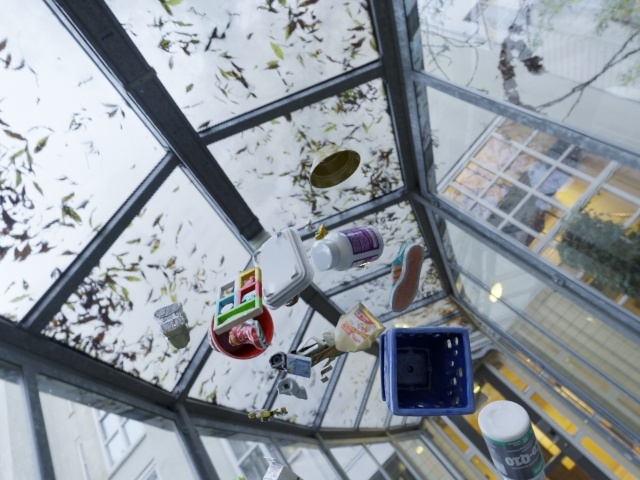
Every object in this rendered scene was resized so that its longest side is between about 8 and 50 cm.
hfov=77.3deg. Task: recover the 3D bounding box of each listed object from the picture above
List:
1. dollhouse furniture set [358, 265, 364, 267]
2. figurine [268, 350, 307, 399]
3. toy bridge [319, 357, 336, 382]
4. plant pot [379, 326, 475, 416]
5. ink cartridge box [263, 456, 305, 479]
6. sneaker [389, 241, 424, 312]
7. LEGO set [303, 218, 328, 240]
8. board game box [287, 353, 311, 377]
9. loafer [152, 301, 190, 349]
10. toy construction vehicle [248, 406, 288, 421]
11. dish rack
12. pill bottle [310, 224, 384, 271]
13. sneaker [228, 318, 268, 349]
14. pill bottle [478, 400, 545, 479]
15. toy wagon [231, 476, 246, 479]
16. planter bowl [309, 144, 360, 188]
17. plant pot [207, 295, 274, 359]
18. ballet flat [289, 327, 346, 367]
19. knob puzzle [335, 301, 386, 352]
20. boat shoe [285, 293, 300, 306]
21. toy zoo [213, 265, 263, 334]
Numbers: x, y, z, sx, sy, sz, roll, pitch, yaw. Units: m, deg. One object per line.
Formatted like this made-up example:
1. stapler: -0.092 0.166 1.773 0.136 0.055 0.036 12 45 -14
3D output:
1. dollhouse furniture set: 0.172 0.114 2.036 0.144 0.123 0.151 5 -46 -6
2. figurine: -0.139 0.656 1.911 0.092 0.214 0.209 -31 -36 6
3. toy bridge: 0.029 0.619 1.923 0.063 0.026 0.188 -38 6 22
4. plant pot: 0.292 0.378 1.182 0.236 0.235 0.212 2 -15 -7
5. ink cartridge box: -0.120 0.809 1.348 0.104 0.181 0.061 -36 16 52
6. sneaker: 0.352 0.152 1.700 0.108 0.121 0.301 15 -84 -17
7. LEGO set: 0.000 0.000 1.956 0.087 0.227 0.093 -25 10 39
8. board game box: -0.080 0.468 1.493 0.020 0.090 0.089 -63 -22 -60
9. loafer: -0.484 0.279 1.310 0.102 0.268 0.091 -19 -73 -17
10. toy construction vehicle: -0.164 0.540 1.257 0.098 0.035 0.086 -12 -13 19
11. dish rack: -0.190 0.113 1.803 0.286 0.332 0.072 -39 -39 21
12. pill bottle: 0.111 0.036 1.672 0.302 0.169 0.169 -12 -49 -42
13. sneaker: -0.281 0.364 1.510 0.119 0.279 0.107 -24 -80 -23
14. pill bottle: 0.828 0.889 1.714 0.204 0.204 0.360 -32 -72 -18
15. toy wagon: -0.214 0.892 1.287 0.068 0.344 0.267 -33 -76 -23
16. planter bowl: 0.039 -0.304 1.551 0.217 0.090 0.217 -23 -24 -11
17. plant pot: -0.376 0.402 1.779 0.275 0.274 0.243 -16 -10 -33
18. ballet flat: 0.010 0.440 1.682 0.343 0.116 0.124 -29 -73 19
19. knob puzzle: 0.139 0.360 1.569 0.213 0.213 0.030 -42 -46 -5
20. boat shoe: -0.201 0.170 1.937 0.123 0.323 0.120 -37 -36 21
21. toy zoo: -0.311 0.207 1.531 0.193 0.293 0.030 -27 -56 9
